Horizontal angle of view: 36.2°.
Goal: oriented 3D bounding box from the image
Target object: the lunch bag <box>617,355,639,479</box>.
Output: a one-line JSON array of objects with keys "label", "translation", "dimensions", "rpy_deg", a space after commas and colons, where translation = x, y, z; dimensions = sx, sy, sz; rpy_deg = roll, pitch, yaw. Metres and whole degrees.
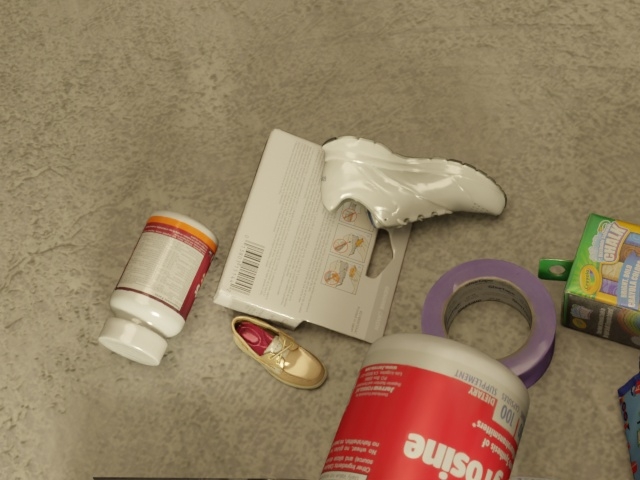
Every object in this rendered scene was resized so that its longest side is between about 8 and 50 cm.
[{"label": "lunch bag", "translation": [0.558, 0.266, 1.251], "dimensions": [0.293, 0.138, 0.221], "rpy_deg": [-1, 60, 0]}]

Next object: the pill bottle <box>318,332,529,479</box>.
[{"label": "pill bottle", "translation": [0.104, 0.342, 1.228], "dimensions": [0.229, 0.229, 0.407], "rpy_deg": [13, 63, 18]}]

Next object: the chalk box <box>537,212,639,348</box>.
[{"label": "chalk box", "translation": [0.415, 0.057, 1.377], "dimensions": [0.213, 0.132, 0.132], "rpy_deg": [18, 68, 19]}]

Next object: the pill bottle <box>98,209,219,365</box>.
[{"label": "pill bottle", "translation": [-0.252, 0.074, 1.516], "dimensions": [0.121, 0.121, 0.221], "rpy_deg": [14, 67, 18]}]

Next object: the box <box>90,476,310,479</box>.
[{"label": "box", "translation": [-0.170, 0.516, 1.281], "dimensions": [0.318, 0.097, 0.395], "rpy_deg": [0, 62, 8]}]

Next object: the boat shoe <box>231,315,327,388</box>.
[{"label": "boat shoe", "translation": [-0.068, 0.166, 1.464], "dimensions": [0.170, 0.059, 0.063], "rpy_deg": [26, 71, 23]}]

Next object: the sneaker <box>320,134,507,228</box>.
[{"label": "sneaker", "translation": [0.139, -0.072, 1.515], "dimensions": [0.297, 0.111, 0.129], "rpy_deg": [12, 83, 1]}]

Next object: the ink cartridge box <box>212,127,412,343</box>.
[{"label": "ink cartridge box", "translation": [0.000, 0.000, 1.535], "dimensions": [0.261, 0.066, 0.296], "rpy_deg": [20, 66, -7]}]

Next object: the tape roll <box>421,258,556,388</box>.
[{"label": "tape roll", "translation": [0.242, 0.127, 1.407], "dimensions": [0.189, 0.080, 0.189], "rpy_deg": [-5, 62, 9]}]

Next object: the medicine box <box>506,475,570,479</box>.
[{"label": "medicine box", "translation": [0.350, 0.428, 1.109], "dimensions": [0.289, 0.263, 0.149], "rpy_deg": [2, 19, 12]}]
